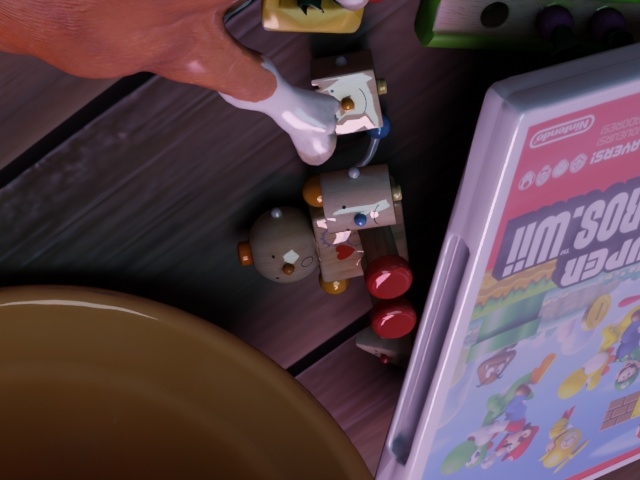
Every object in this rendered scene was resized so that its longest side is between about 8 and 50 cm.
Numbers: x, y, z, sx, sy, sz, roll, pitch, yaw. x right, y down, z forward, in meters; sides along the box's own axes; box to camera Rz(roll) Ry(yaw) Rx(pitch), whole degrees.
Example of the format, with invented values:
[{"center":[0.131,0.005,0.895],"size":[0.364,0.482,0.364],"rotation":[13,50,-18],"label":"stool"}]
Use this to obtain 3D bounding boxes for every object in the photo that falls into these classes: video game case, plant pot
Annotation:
[{"center":[0.129,0.026,0.835],"size":[0.204,0.025,0.285],"rotation":[-18,138,-32],"label":"video game case"},{"center":[-0.127,0.195,0.792],"size":[0.290,0.291,0.203],"rotation":[0,145,-19],"label":"plant pot"}]

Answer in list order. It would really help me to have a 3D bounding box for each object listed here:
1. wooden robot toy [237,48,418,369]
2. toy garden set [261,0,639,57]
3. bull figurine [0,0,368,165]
[{"center":[0.000,0.000,0.794],"size":[0.079,0.076,0.173],"rotation":[-8,132,3],"label":"wooden robot toy"},{"center":[0.079,-0.172,0.684],"size":[0.203,0.049,0.244],"rotation":[1,129,-19],"label":"toy garden set"},{"center":[-0.038,-0.116,0.589],"size":[0.188,0.101,0.310],"rotation":[17,150,-32],"label":"bull figurine"}]
